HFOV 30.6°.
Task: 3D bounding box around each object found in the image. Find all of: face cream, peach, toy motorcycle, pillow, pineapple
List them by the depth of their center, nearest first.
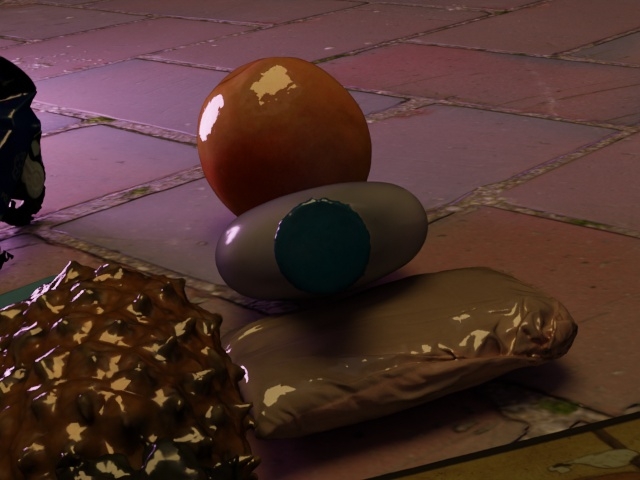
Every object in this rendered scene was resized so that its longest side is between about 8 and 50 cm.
[{"bbox_3d":[-0.089,0.141,0.567,0.169,0.169,0.340,-9,27,-14],"label":"pineapple"},{"bbox_3d":[0.048,0.073,0.836,0.270,0.067,0.173,-12,16,-22],"label":"pillow"},{"bbox_3d":[0.000,0.000,0.888,0.163,0.080,0.337,-13,1,1],"label":"face cream"},{"bbox_3d":[-0.352,-0.070,1.110,0.125,0.196,0.331,3,19,16],"label":"toy motorcycle"},{"bbox_3d":[-0.040,-0.098,1.170,0.184,0.184,0.184,-3,20,1],"label":"peach"}]

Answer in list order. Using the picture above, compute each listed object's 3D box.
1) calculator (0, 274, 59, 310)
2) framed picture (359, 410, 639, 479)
[{"bbox_3d":[-0.230,0.090,0.862,0.173,0.051,0.293,11,24,37],"label":"calculator"},{"bbox_3d":[0.150,0.172,0.621,0.338,0.014,0.255,-10,21,-17],"label":"framed picture"}]
